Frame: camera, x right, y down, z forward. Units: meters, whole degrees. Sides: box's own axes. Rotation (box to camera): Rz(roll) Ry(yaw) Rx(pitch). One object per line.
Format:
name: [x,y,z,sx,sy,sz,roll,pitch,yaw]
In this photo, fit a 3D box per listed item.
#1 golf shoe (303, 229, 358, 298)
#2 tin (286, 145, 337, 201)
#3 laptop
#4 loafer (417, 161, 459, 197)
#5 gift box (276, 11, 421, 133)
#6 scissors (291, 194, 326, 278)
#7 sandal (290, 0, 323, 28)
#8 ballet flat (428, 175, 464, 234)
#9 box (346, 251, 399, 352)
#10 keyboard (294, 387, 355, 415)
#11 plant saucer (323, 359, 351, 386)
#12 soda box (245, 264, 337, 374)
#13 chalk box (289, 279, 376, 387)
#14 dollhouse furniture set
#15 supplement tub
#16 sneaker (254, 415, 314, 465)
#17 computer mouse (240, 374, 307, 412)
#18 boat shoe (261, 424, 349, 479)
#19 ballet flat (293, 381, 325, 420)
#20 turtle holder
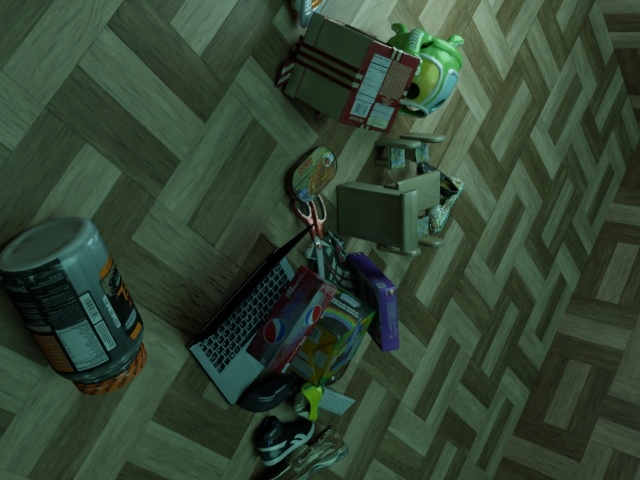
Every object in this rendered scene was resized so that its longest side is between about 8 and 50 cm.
golf shoe: [0.031,0.100,2.090,0.120,0.105,0.273,-28,122,-14]
tin: [-0.024,-0.187,1.964,0.190,0.040,0.106,-48,125,-30]
laptop: [-0.131,0.203,1.820,0.382,0.236,0.408,-48,131,-27]
loafer: [0.403,-0.213,2.379,0.170,0.061,0.062,35,71,-20]
gift box: [0.059,-0.427,1.848,0.255,0.258,0.276,9,114,-50]
scissors: [0.000,0.000,1.964,0.109,0.021,0.297,-11,77,-40]
sandal: [-0.042,-0.684,1.790,0.102,0.076,0.265,-43,144,-50]
ballet flat: [0.423,-0.130,2.458,0.077,0.091,0.241,38,65,-14]
box: [0.154,0.176,2.090,0.057,0.293,0.201,-10,112,-13]
keyboard: [0.017,0.499,2.202,0.072,0.014,0.256,-43,138,12]
plant saucer: [0.026,0.354,2.179,0.198,0.036,0.199,-16,113,-44]
soda box: [-0.072,0.201,1.772,0.263,0.092,0.083,-56,145,-2]
chalk box: [0.022,0.244,1.967,0.289,0.180,0.179,-25,142,-57]
dollhouse furniture set: [0.276,-0.119,2.156,0.394,0.256,0.362,-19,114,-43]
supplement tub: [-0.494,0.139,1.433,0.207,0.207,0.338,-39,127,-33]
sneaker: [-0.102,0.554,2.065,0.217,0.079,0.121,-32,113,-45]
computer mouse: [-0.094,0.410,1.980,0.262,0.060,0.184,-12,146,-45]
boat shoe: [-0.068,0.666,2.124,0.324,0.123,0.116,-21,82,-33]
ballet flat: [-0.042,0.473,2.050,0.077,0.077,0.231,-21,149,-23]
turtle holder: [0.297,-0.492,2.046,0.243,0.320,0.228,16,88,-13]
